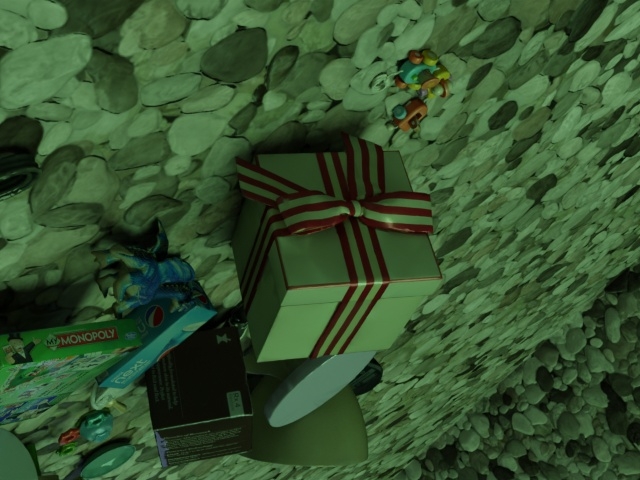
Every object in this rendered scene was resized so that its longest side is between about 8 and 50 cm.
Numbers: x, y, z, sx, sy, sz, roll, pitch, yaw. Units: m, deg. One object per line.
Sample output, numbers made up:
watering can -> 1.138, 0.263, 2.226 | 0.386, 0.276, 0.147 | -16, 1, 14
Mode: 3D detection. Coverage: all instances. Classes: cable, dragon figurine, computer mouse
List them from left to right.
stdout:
cable -> -0.430, -0.012, 0.961 | 0.287, 0.072, 0.139 | -16, 155, -36
dragon figurine -> -0.232, 0.033, 1.275 | 0.144, 0.085, 0.289 | -27, 159, -21
computer mouse -> 0.059, 0.281, 2.144 | 0.189, 0.072, 0.272 | -34, 144, 5

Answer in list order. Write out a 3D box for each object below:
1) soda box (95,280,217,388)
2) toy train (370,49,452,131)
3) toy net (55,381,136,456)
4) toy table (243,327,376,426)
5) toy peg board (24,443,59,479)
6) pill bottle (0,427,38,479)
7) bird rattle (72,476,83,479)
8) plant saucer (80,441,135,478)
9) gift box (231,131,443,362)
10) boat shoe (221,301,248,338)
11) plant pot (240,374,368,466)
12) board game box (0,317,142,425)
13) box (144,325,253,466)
soda box -> -0.272, 0.148, 1.465 | 0.210, 0.067, 0.071 | -38, 156, 10
toy train -> 0.141, -0.210, 1.350 | 0.125, 0.046, 0.166 | -38, 156, 8
toy net -> -0.398, 0.295, 1.612 | 0.122, 0.045, 0.232 | -12, 146, -38
toy table -> -0.031, 0.214, 1.768 | 0.274, 0.160, 0.252 | -40, 153, 10
toy peg board -> -0.570, 0.409, 1.586 | 0.161, 0.079, 0.161 | -25, 159, 19
pill bottle -> -0.581, 0.403, 1.390 | 0.279, 0.162, 0.162 | -29, 157, 8
bird rattle -> -0.526, 0.468, 1.554 | 0.254, 0.143, 0.207 | -9, 151, 11
plant saucer -> -0.433, 0.441, 1.860 | 0.119, 0.021, 0.119 | -28, 156, -14
gift box -> 0.000, 0.000, 1.329 | 0.255, 0.276, 0.258 | -8, 151, -22
boat shoe -> -0.142, 0.140, 1.641 | 0.125, 0.046, 0.038 | -41, 155, 7
plant pot -> -0.035, 0.354, 1.940 | 0.284, 0.190, 0.284 | 4, 178, 0
board game box -> -0.426, 0.200, 1.298 | 0.214, 0.046, 0.317 | -3, 156, -48
box -> -0.212, 0.275, 1.607 | 0.167, 0.168, 0.203 | -8, 150, -9
